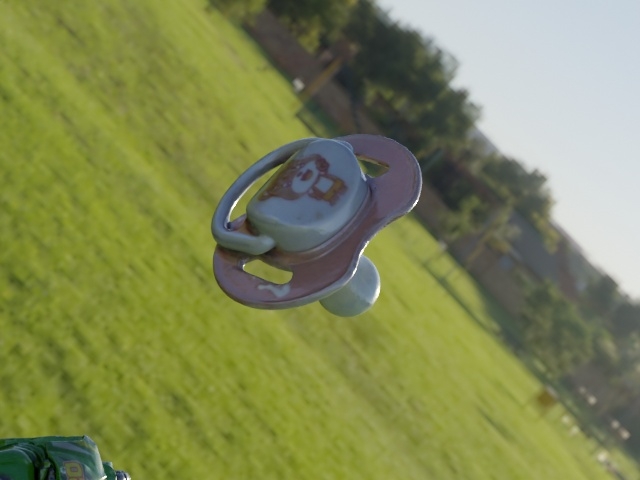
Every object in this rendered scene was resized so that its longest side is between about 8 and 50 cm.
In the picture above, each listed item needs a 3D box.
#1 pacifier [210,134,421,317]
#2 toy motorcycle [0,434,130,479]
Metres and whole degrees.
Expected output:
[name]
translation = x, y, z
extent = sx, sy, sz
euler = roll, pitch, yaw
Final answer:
[pacifier]
translation = 0.000, 0.000, 0.620
extent = 0.081, 0.099, 0.078
euler = 20, -32, 42
[toy motorcycle]
translation = -0.206, 0.154, 0.926
extent = 0.106, 0.190, 0.074
euler = 156, -67, -66
